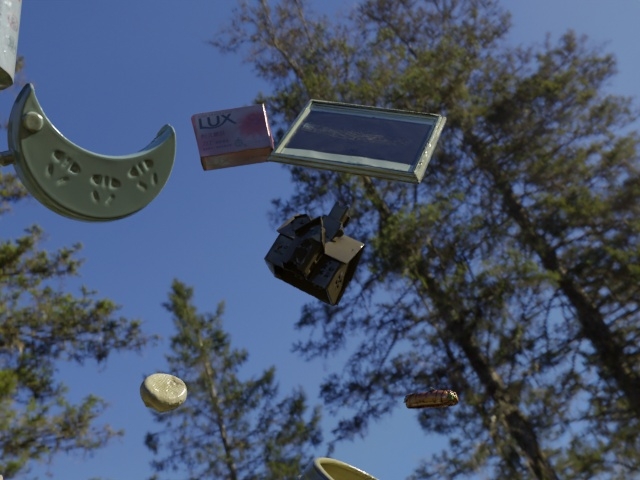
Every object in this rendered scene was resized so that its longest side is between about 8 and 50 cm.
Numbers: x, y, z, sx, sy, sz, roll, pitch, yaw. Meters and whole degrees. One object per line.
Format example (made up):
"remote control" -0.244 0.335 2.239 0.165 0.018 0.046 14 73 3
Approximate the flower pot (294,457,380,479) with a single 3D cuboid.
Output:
"flower pot" 0.051 0.586 1.359 0.307 0.307 0.244 34 -98 -46

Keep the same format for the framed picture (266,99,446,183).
"framed picture" 0.073 -0.197 1.356 0.293 0.231 0.018 10 -48 17

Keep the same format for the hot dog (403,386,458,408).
"hot dog" 0.198 0.284 1.288 0.049 0.037 0.122 15 -21 -39

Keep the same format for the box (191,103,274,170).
"box" -0.174 -0.208 1.435 0.156 0.111 0.060 -10 -25 -7

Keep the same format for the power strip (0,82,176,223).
"power strip" -0.320 -0.109 0.965 0.253 0.168 0.054 9 -7 -38

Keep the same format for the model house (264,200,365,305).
"model house" 0.000 0.000 1.850 0.243 0.211 0.204 -59 -17 -17

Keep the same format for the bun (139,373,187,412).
"bun" -0.284 0.279 1.286 0.086 0.086 0.055 4 -63 -30

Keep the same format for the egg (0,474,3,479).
"egg" -0.464 0.315 0.693 0.310 0.279 0.279 -14 -39 3

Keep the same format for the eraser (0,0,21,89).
"eraser" -0.538 -0.369 1.093 0.081 0.227 0.174 -13 -23 25
